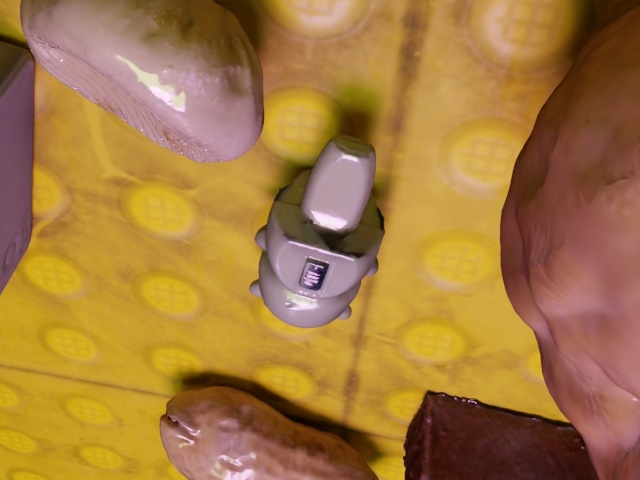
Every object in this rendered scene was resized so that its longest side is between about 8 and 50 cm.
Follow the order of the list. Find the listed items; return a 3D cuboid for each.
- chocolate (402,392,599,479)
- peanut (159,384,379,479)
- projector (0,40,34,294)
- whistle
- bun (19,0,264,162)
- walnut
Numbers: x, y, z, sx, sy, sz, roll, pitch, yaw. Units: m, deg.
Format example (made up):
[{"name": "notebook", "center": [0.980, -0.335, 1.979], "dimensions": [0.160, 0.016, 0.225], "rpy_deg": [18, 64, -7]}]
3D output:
[{"name": "chocolate", "center": [0.255, 0.272, 0.919], "dimensions": [0.321, 0.112, 0.112], "rpy_deg": [14, 140, -1]}, {"name": "peanut", "center": [-0.057, 0.263, 0.982], "dimensions": [0.290, 0.130, 0.130], "rpy_deg": [31, 135, -15]}, {"name": "projector", "center": [-0.319, -0.024, 0.681], "dimensions": [0.099, 0.192, 0.256], "rpy_deg": [17, 138, -6]}, {"name": "whistle", "center": [0.000, 0.000, 0.703], "dimensions": [0.110, 0.092, 0.244], "rpy_deg": [16, 139, -1]}, {"name": "bun", "center": [-0.114, -0.133, 0.579], "dimensions": [0.183, 0.102, 0.183], "rpy_deg": [30, 169, 6]}, {"name": "walnut", "center": [0.278, 0.015, 0.458], "dimensions": [0.381, 0.381, 0.381], "rpy_deg": [7, 138, 6]}]
